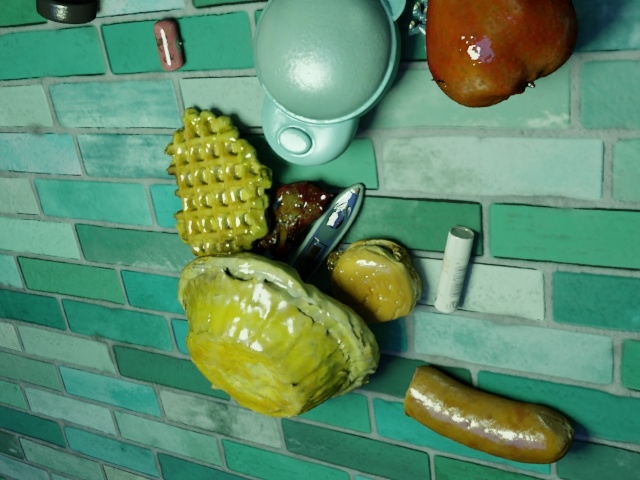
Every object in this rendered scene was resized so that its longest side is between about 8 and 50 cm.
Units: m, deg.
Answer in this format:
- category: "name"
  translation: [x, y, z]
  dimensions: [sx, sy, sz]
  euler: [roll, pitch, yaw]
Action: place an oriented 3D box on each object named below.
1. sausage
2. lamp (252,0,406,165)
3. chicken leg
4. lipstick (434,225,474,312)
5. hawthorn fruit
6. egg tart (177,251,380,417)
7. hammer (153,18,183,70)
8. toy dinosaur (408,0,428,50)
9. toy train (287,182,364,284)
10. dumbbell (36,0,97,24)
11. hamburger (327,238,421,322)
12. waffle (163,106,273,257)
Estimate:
- category: "sausage"
  translation: [0.268, 0.290, 1.152]
  dimensions: [0.270, 0.109, 0.109]
  euler: [14, 120, 25]
- category: "lamp"
  translation: [0.001, -0.244, 1.008]
  dimensions: [0.209, 0.147, 0.284]
  euler: [23, 125, 16]
- category: "chicken leg"
  translation: [-0.056, -0.034, 1.198]
  dimensions: [0.105, 0.063, 0.234]
  euler: [53, 130, 19]
- category: "lipstick"
  translation: [0.206, 0.048, 1.102]
  dimensions: [0.040, 0.040, 0.141]
  euler: [19, 123, 22]
- category: "hawthorn fruit"
  translation: [0.205, -0.270, 0.849]
  dimensions: [0.185, 0.185, 0.202]
  euler: [-15, 105, 36]
- category: "egg tart"
  translation: [-0.091, 0.175, 1.201]
  dimensions: [0.387, 0.169, 0.388]
  euler: [20, 145, 15]
- category: "hammer"
  translation: [-0.252, -0.326, 1.188]
  dimensions: [0.043, 0.043, 0.083]
  euler: [4, 115, 29]
- category: "toy dinosaur"
  translation: [0.149, -0.297, 0.965]
  dimensions: [0.047, 0.030, 0.083]
  euler: [27, 125, 20]
- category: "toy train"
  translation: [0.000, 0.000, 1.198]
  dimensions: [0.055, 0.048, 0.252]
  euler: [38, 127, 6]
- category: "dumbbell"
  translation: [-0.419, -0.466, 1.178]
  dimensions: [0.100, 0.100, 0.191]
  euler: [25, 125, 18]
- category: "hamburger"
  translation: [0.087, 0.066, 1.158]
  dimensions: [0.147, 0.083, 0.138]
  euler: [-12, 108, 31]
- category: "waffle"
  translation: [-0.188, -0.085, 1.228]
  dimensions: [0.291, 0.051, 0.291]
  euler: [11, 107, 38]
